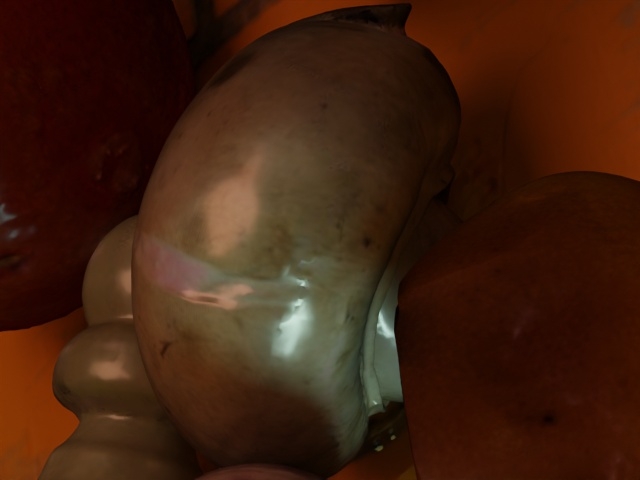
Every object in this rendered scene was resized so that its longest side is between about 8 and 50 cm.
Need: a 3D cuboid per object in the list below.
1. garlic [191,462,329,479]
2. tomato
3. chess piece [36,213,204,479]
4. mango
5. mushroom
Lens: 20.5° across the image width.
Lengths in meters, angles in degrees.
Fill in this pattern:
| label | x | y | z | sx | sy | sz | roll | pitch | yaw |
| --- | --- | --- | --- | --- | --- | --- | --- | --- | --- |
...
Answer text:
| label | x | y | z | sx | sy | sz | roll | pitch | yaw |
| --- | --- | --- | --- | --- | --- | --- | --- | --- | --- |
| garlic | 0.039 | 0.221 | 0.776 | 0.253 | 0.245 | 0.245 | -4 | 66 | 10 |
| tomato | -0.170 | -0.067 | 1.123 | 0.170 | 0.309 | 0.309 | 33 | 100 | 24 |
| chess piece | -0.106 | 0.102 | 1.029 | 0.144 | 0.144 | 0.251 | -11 | 61 | 46 |
| mango | 0.127 | 0.065 | 0.773 | 0.166 | 0.136 | 0.236 | -14 | 49 | 8 |
| mushroom | 0.000 | 0.000 | 0.896 | 0.184 | 0.255 | 0.255 | 25 | 94 | 16 |
